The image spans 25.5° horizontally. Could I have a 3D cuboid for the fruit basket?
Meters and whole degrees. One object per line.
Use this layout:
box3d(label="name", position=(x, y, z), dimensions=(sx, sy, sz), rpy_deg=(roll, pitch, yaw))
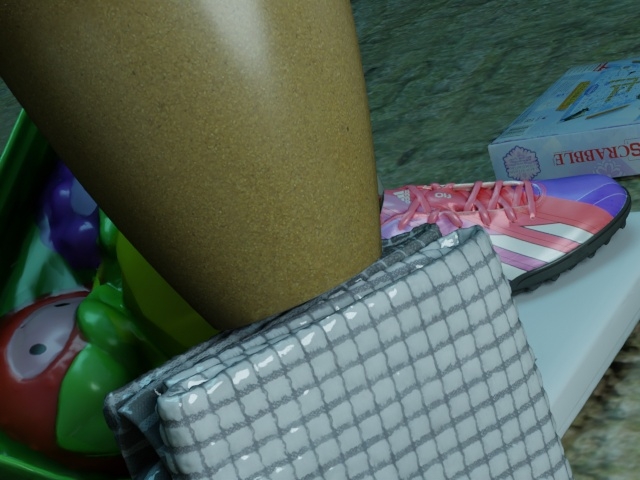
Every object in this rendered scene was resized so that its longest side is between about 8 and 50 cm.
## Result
box3d(label="fruit basket", position=(-0.133, 0.023, 1.097), dimensions=(0.283, 0.392, 0.392), rpy_deg=(22, 14, -10))

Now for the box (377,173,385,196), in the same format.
box3d(label="box", position=(-0.044, 0.007, 1.451), dimensions=(0.232, 0.148, 0.127), rpy_deg=(-21, 11, 20))

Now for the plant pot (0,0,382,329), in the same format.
box3d(label="plant pot", position=(-0.064, -0.084, 0.881), dimensions=(0.237, 0.254, 0.237), rpy_deg=(-25, 7, 3))

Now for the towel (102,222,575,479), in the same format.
box3d(label="towel", position=(0.018, 0.143, 0.908), dimensions=(0.284, 0.235, 0.121), rpy_deg=(-27, 16, -31))

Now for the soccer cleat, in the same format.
box3d(label="soccer cleat", position=(0.114, -0.006, 1.239), dimensions=(0.318, 0.116, 0.108), rpy_deg=(-20, 21, 4))

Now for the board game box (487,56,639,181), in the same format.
box3d(label="board game box", position=(0.411, -0.162, 1.741), dimensions=(0.318, 0.066, 0.319), rpy_deg=(-6, 20, 33))

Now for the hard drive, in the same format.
box3d(label="hard drive", position=(0.146, 0.084, 1.219), dimensions=(0.233, 0.047, 0.353), rpy_deg=(-4, 28, 38))
